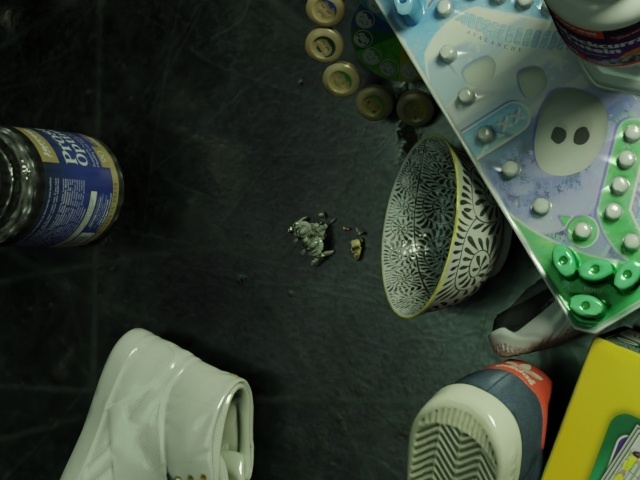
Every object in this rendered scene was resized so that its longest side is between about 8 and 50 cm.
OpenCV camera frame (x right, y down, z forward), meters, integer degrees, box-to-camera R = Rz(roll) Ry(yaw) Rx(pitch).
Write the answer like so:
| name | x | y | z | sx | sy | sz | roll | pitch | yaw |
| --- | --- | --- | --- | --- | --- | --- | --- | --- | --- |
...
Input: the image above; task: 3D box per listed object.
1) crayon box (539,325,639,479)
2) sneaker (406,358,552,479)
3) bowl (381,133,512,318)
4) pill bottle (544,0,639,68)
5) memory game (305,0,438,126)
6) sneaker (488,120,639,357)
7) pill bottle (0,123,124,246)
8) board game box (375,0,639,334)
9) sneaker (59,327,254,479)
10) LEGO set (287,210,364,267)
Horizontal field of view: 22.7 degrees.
| name | x | y | z | sx | sy | sz | roll | pitch | yaw |
| --- | --- | --- | --- | --- | --- | --- | --- | --- | --- |
| crayon box | 0.354 | 0.287 | 1.341 | 0.363 | 0.106 | 0.313 | 23 | 103 | 24 |
| sneaker | 0.134 | 0.257 | 1.450 | 0.131 | 0.148 | 0.350 | 32 | 127 | 21 |
| bowl | 0.124 | -0.008 | 1.454 | 0.080 | 0.170 | 0.170 | 8 | 90 | -19 |
| pill bottle | 0.221 | -0.204 | 1.221 | 0.108 | 0.193 | 0.108 | -2 | 82 | 15 |
| memory game | 0.076 | -0.188 | 1.475 | 0.186 | 0.012 | 0.186 | 5 | 121 | 8 |
| sneaker | 0.241 | -0.015 | 1.405 | 0.268 | 0.101 | 0.153 | -34 | 75 | 16 |
| pill bottle | -0.304 | -0.054 | 1.598 | 0.122 | 0.219 | 0.123 | 0 | 89 | 26 |
| board game box | 0.283 | -0.183 | 1.330 | 0.390 | 0.050 | 0.390 | -32 | 75 | 9 |
| sneaker | -0.164 | 0.253 | 1.592 | 0.169 | 0.108 | 0.293 | 20 | 97 | 28 |
| LEGO set | 0.001 | -0.002 | 1.559 | 0.083 | 0.023 | 0.054 | -8 | 86 | 26 |
